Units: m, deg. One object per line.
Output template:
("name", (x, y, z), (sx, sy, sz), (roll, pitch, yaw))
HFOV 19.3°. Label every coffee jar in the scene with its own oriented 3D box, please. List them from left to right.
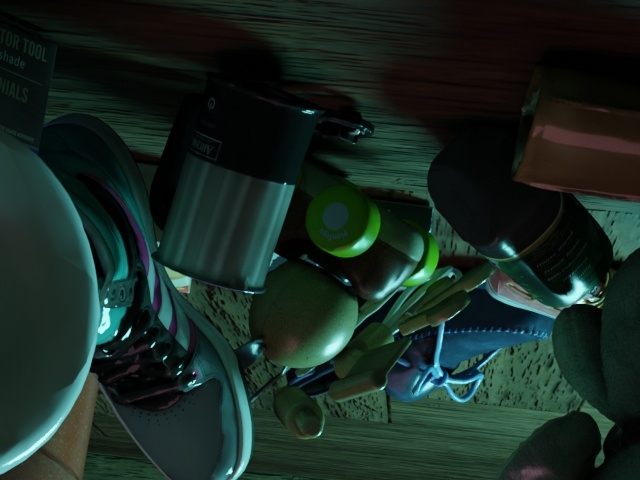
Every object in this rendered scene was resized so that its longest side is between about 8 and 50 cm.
("coffee jar", (0.148, -0.017, 1.389), (0.096, 0.079, 0.184), (51, -172, 27))

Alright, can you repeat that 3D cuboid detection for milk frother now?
("milk frother", (-0.036, -0.038, 1.309), (0.143, 0.134, 0.129), (15, -171, -21))

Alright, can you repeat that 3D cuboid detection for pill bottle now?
("pill bottle", (-0.344, 0.052, 1.206), (0.224, 0.224, 0.392), (19, 160, -41))

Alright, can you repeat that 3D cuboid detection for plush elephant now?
("plush elephant", (0.268, 0.146, 1.330), (0.272, 0.255, 0.330), (12, 172, 26))

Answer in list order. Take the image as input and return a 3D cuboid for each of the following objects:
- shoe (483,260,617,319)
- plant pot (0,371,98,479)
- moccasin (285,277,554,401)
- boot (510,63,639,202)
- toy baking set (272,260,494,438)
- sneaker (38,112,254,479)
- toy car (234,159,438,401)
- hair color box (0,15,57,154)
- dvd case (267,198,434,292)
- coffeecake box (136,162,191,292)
("shoe", (0.237, 0.045, 1.659), (0.178, 0.063, 0.081), (15, 169, -14))
("plant pot", (-0.286, 0.112, 1.485), (0.272, 0.265, 0.272), (11, 154, 5))
("moccasin", (0.097, 0.108, 1.868), (0.138, 0.116, 0.342), (17, 163, -36))
("boot", (0.263, -0.042, 1.277), (0.270, 0.089, 0.236), (7, 157, 0))
("toy baking set", (0.045, 0.083, 1.453), (0.030, 0.197, 0.256), (55, 171, -7))
("sneaker", (-0.150, 0.063, 1.306), (0.124, 0.295, 0.178), (-24, -173, 21))
("toy car", (-0.023, 0.038, 1.439), (0.149, 0.188, 0.155), (33, -177, 27))
("hair color box", (-0.363, -0.096, 1.303), (0.339, 0.110, 0.185), (-9, 158, 44))
("dvd case", (0.000, 0.000, 1.668), (0.179, 0.029, 0.238), (7, 165, -1))
("coffeecake box", (-0.181, -0.014, 1.617), (0.142, 0.068, 0.185), (7, 166, 0))
